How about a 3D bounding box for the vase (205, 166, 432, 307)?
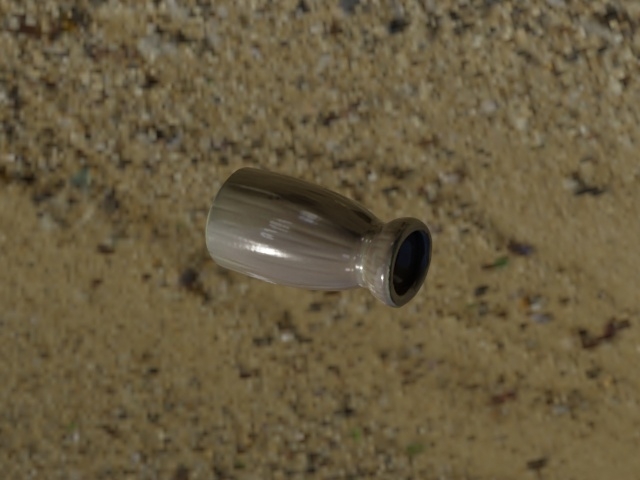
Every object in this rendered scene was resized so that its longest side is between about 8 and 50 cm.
[{"bbox_3d":[0.000,0.000,0.771,0.101,0.053,0.053,16,145,28],"label":"vase"}]
